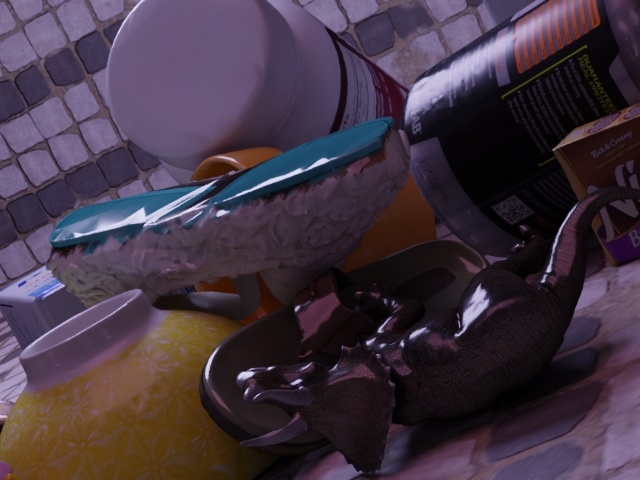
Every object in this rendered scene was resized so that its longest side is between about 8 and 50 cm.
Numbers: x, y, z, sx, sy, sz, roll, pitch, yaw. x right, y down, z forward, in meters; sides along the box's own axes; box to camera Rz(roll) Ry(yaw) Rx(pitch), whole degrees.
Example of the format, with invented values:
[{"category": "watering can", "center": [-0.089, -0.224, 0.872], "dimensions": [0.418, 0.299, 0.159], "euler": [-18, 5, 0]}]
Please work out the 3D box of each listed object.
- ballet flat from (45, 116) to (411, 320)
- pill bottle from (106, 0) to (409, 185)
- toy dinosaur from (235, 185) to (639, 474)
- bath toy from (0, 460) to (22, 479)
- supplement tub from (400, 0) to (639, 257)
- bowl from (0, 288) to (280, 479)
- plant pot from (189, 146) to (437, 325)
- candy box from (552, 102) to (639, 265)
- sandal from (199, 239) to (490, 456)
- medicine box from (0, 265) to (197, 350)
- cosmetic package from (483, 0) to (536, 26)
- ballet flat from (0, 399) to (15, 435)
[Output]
[{"category": "ballet flat", "center": [-0.064, 0.000, 1.391], "dimensions": [0.409, 0.147, 0.147], "euler": [-13, 17, 42]}, {"category": "pill bottle", "center": [-0.044, -0.127, 1.745], "dimensions": [0.224, 0.224, 0.392], "euler": [-25, -23, 20]}, {"category": "toy dinosaur", "center": [0.104, 0.072, 1.128], "dimensions": [0.314, 0.121, 0.160], "euler": [-22, 22, 10]}, {"category": "bath toy", "center": [-0.263, 0.215, 1.195], "dimensions": [0.129, 0.151, 0.348], "euler": [-46, 18, -27]}, {"category": "supplement tub", "center": [0.239, -0.127, 1.403], "dimensions": [0.316, 0.193, 0.193], "euler": [-29, 6, 38]}, {"category": "bowl", "center": [-0.160, 0.134, 1.344], "dimensions": [0.289, 0.156, 0.289], "euler": [-27, 8, 4]}, {"category": "plant pot", "center": [0.000, 0.000, 1.562], "dimensions": [0.188, 0.205, 0.205], "euler": [-16, 1, -30]}, {"category": "candy box", "center": [0.285, -0.061, 1.253], "dimensions": [0.187, 0.109, 0.053], "euler": [-21, 12, 36]}, {"category": "sandal", "center": [0.022, 0.060, 1.271], "dimensions": [0.303, 0.120, 0.086], "euler": [-33, -31, -37]}, {"category": "medicine box", "center": [-0.223, 0.066, 1.953], "dimensions": [0.263, 0.149, 0.289], "euler": [-31, 10, -18]}, {"category": "cosmetic package", "center": [0.293, -0.252, 1.760], "dimensions": [0.097, 0.284, 0.377], "euler": [-23, 10, 29]}, {"category": "ballet flat", "center": [-0.427, 0.256, 1.644], "dimensions": [0.316, 0.107, 0.106], "euler": [-32, 17, -15]}]
